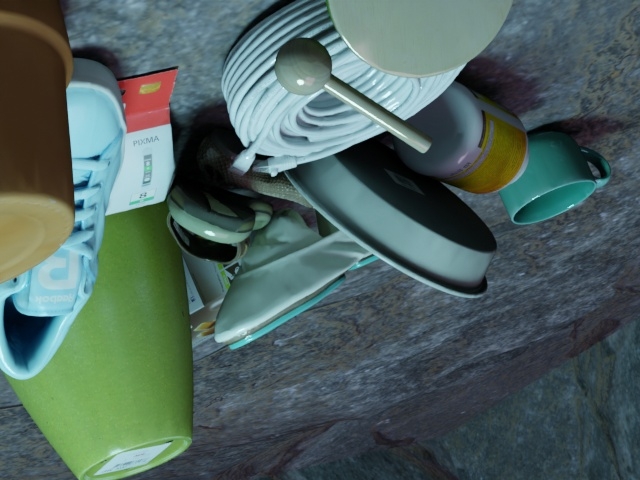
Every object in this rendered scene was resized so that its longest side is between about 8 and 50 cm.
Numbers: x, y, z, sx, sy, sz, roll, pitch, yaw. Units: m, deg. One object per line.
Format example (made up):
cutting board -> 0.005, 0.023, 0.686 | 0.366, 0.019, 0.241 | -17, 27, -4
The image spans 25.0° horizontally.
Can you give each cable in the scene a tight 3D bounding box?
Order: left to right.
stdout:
cable -> 0.025, -0.176, 1.490 | 0.257, 0.089, 0.257 | -16, 161, -18

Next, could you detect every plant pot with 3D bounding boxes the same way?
plant pot -> -0.329, -0.075, 1.195 | 0.291, 0.203, 0.291 | -19, 163, -6
plant pot -> -0.259, 0.122, 1.688 | 0.274, 0.293, 0.275 | -20, 162, -7

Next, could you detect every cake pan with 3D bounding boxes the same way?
cake pan -> 0.086, -0.044, 1.673 | 0.293, 0.293, 0.054 | 8, 121, -57

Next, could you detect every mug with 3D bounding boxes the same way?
mug -> 0.317, -0.094, 2.032 | 0.129, 0.097, 0.157 | -34, 159, 32

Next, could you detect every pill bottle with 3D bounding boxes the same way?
pill bottle -> 0.180, -0.122, 1.768 | 0.117, 0.117, 0.215 | -29, 160, 23

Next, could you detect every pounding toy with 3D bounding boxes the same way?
pounding toy -> 0.067, -0.227, 1.334 | 0.183, 0.110, 0.237 | 23, 102, -23

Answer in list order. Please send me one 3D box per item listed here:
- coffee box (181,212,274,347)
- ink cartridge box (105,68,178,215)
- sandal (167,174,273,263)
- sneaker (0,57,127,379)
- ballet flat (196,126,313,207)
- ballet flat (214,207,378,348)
coffee box -> -0.146, 0.058, 1.945 | 0.246, 0.098, 0.141 | -29, 160, 21
ink cartridge box -> -0.238, -0.087, 1.506 | 0.181, 0.056, 0.225 | -15, 163, -20
sandal -> -0.127, -0.017, 1.626 | 0.120, 0.086, 0.303 | 17, -174, 2
sneaker -> -0.259, -0.007, 1.429 | 0.135, 0.150, 0.366 | -4, 137, -27
ballet flat -> -0.057, -0.075, 1.685 | 0.058, 0.084, 0.250 | -50, 148, 19
ballet flat -> 0.000, 0.000, 1.805 | 0.400, 0.139, 0.139 | -29, 169, -36
